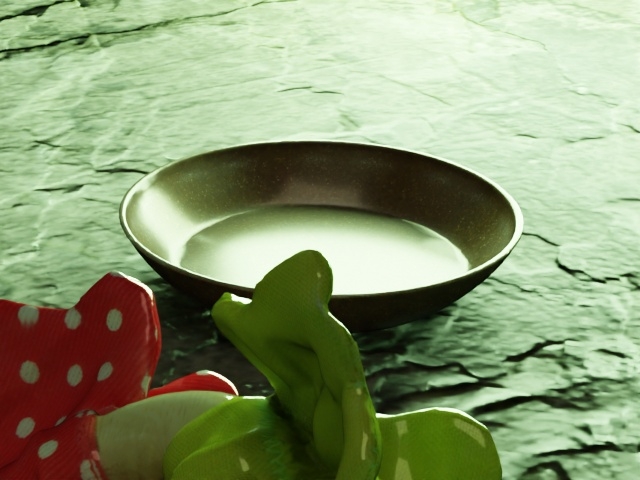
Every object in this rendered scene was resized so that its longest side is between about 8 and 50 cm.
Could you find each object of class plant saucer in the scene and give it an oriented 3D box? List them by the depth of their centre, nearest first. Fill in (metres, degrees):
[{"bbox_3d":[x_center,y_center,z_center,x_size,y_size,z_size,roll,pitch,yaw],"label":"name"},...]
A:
[{"bbox_3d":[0.000,0.000,0.894,0.198,0.036,0.198,1,23,-1],"label":"plant saucer"}]

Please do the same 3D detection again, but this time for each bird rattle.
[{"bbox_3d":[-0.071,0.091,0.549,0.253,0.143,0.207,1,41,45],"label":"bird rattle"}]
